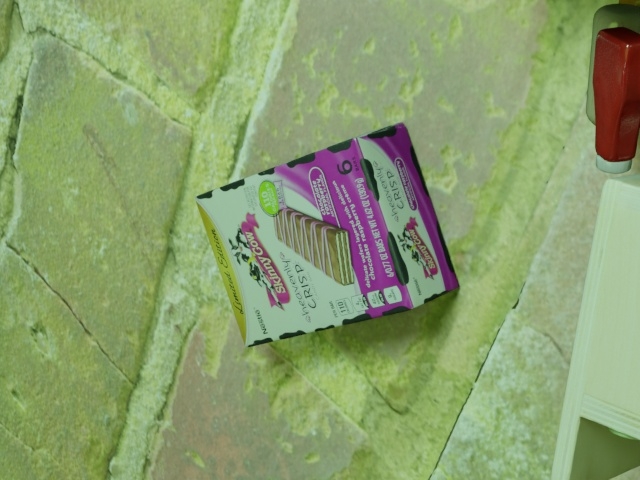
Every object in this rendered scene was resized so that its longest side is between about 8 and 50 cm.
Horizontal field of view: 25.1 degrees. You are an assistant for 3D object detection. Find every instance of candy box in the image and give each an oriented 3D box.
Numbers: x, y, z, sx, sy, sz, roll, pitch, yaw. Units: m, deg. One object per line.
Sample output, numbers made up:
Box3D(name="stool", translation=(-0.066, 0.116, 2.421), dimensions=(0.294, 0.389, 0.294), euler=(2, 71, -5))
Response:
Box3D(name="candy box", translation=(0.000, 0.000, 1.323), dimensions=(0.233, 0.071, 0.159), euler=(-18, 92, 47))

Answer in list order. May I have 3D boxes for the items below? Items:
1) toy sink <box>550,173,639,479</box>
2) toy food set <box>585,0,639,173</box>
Box3D(name="toy sink", translation=(0.271, 0.077, 1.003), dimensions=(0.131, 0.153, 0.234), euler=(20, 109, 39))
Box3D(name="toy food set", translation=(0.246, -0.091, 0.971), dimensions=(0.232, 0.111, 0.104), euler=(-135, 39, -55))
